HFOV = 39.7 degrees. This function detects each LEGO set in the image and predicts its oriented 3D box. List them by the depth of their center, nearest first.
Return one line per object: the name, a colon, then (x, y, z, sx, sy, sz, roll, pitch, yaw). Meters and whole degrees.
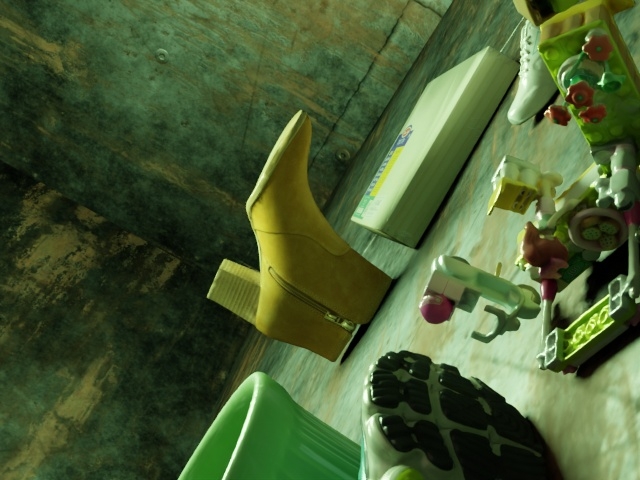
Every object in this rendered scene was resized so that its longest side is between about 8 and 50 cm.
LEGO set: (0.130, -0.026, 0.477, 0.287, 0.132, 0.107, 92, -168, -47)

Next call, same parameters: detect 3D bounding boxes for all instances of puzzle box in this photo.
puzzle box: (0.151, -0.128, 1.302, 0.272, 0.052, 0.409, -60, 5, 2)

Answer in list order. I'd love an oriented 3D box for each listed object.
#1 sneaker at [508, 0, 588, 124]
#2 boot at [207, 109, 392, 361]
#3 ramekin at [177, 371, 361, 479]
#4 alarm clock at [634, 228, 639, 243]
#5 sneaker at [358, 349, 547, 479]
sneaker: (0.223, -0.189, 0.894, 0.152, 0.061, 0.054, -61, 7, 3)
boot: (0.000, 0.001, 1.141, 0.104, 0.211, 0.295, -79, 13, -71)
ramekin: (-0.052, 0.255, 0.589, 0.303, 0.148, 0.303, -59, 5, 8)
alarm clock: (0.207, -0.071, 0.361, 0.129, 0.064, 0.192, -63, 2, -27)
sneaker: (0.048, 0.153, 0.459, 0.275, 0.107, 0.110, -69, 5, -61)
